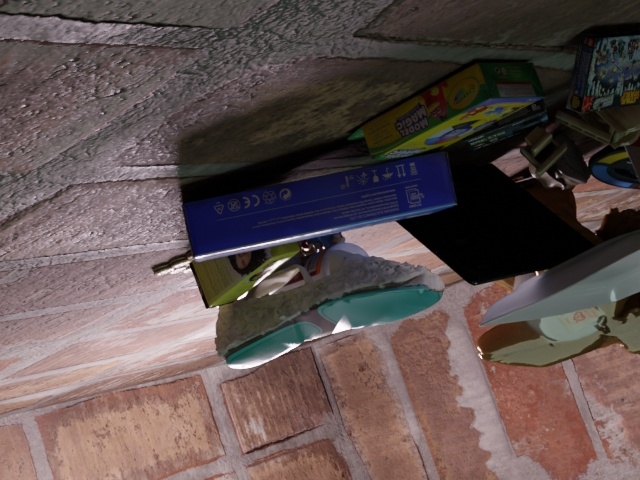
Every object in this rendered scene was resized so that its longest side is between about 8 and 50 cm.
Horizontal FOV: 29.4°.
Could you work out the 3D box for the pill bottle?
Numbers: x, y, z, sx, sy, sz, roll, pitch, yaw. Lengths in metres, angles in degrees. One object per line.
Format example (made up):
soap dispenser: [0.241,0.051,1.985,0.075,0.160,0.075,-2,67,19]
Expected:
pill bottle: [-0.010,0.086,2.149,0.121,0.121,0.221,-11,173,-40]

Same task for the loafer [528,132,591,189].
loafer: [0.407,-0.121,2.099,0.087,0.094,0.251,-26,169,17]

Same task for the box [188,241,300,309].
box: [-0.122,0.027,1.901,0.058,0.087,0.232,-13,164,-35]

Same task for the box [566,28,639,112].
box: [0.363,-0.210,1.498,0.137,0.094,0.027,-12,-151,-38]

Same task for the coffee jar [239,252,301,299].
coffee jar: [-0.127,0.054,2.117,0.184,0.079,0.096,-27,172,38]

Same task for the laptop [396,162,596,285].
laptop: [0.163,0.008,1.979,0.382,0.408,0.236,-9,133,-49]

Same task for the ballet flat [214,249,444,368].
ballet flat: [-0.004,0.088,1.969,0.409,0.147,0.147,-20,171,21]

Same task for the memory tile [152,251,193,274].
memory tile: [-0.197,0.028,2.035,0.148,0.012,0.113,-24,170,28]

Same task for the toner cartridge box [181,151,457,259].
toner cartridge box: [-0.006,-0.042,1.624,0.348,0.075,0.165,-12,177,-5]

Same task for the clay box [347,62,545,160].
clay box: [0.153,-0.154,1.518,0.222,0.053,0.127,-27,168,41]

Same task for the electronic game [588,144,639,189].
electronic game: [0.595,-0.134,2.179,0.229,0.048,0.229,4,164,1]

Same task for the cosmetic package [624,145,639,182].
cosmetic package: [0.563,-0.123,1.961,0.085,0.231,0.117,-27,168,34]

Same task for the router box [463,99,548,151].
router box: [0.254,-0.167,1.691,0.122,0.038,0.092,-20,171,11]

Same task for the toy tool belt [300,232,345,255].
toy tool belt: [0.000,0.000,2.168,0.083,0.052,0.051,-1,159,16]

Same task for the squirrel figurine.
squirrel figurine: [0.483,0.031,2.291,0.397,0.370,0.281,9,125,-7]

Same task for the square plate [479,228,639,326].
square plate: [0.467,0.043,1.885,0.344,0.049,0.347,-5,161,-40]

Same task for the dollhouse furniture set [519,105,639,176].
dollhouse furniture set: [0.353,-0.148,1.622,0.161,0.101,0.182,-44,169,3]

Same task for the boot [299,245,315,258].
boot: [-0.042,0.056,2.340,0.197,0.073,0.152,-6,168,-6]

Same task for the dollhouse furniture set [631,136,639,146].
dollhouse furniture set: [0.569,-0.164,1.752,0.259,0.262,0.135,12,-178,25]
